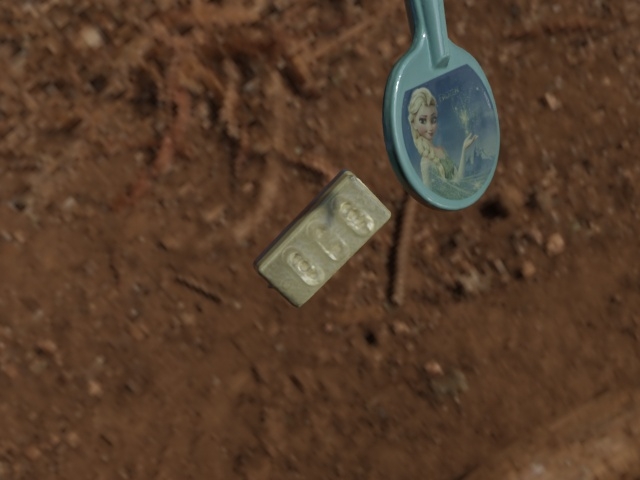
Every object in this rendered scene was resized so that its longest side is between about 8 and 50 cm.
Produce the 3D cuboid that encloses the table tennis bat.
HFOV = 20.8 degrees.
[{"bbox_3d":[0.104,-0.143,1.560,0.038,0.149,0.237,-6,94,46],"label":"table tennis bat"}]

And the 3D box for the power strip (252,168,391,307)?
[{"bbox_3d":[0.000,0.000,1.513,0.123,0.056,0.032,-45,19,0],"label":"power strip"}]
